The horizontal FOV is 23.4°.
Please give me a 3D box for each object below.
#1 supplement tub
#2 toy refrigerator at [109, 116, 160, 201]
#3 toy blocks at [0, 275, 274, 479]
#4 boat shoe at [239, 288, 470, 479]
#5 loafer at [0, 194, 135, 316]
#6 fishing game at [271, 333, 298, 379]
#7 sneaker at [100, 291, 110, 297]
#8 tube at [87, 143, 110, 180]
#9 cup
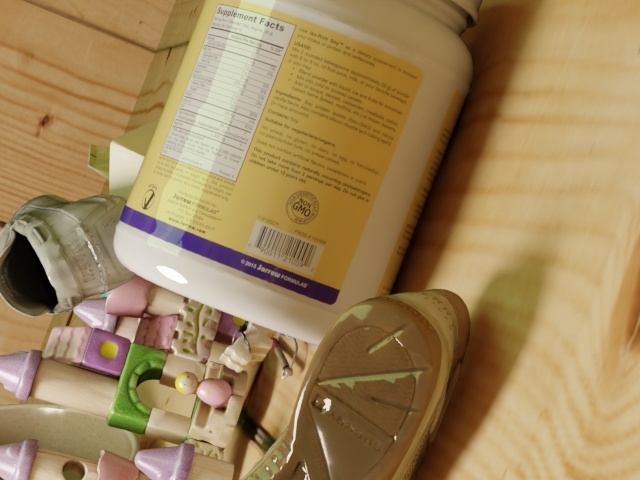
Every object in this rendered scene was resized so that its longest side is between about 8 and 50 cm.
[{"bbox_3d":[-0.013,-0.095,1.311,0.331,0.241,0.241,-69,15,-1],"label":"supplement tub"},{"bbox_3d":[-0.088,-0.087,1.525,0.269,0.094,0.102,-33,-41,-45],"label":"toy refrigerator"},{"bbox_3d":[-0.210,0.138,1.570,0.309,0.260,0.289,123,163,-63],"label":"toy blocks"},{"bbox_3d":[0.012,0.184,1.135,0.110,0.121,0.341,-17,-38,-60],"label":"boat shoe"},{"bbox_3d":[-0.268,0.018,1.489,0.111,0.112,0.319,-30,7,-26],"label":"loafer"},{"bbox_3d":[0.000,0.000,1.525,0.189,0.041,0.264,-129,61,-76],"label":"fishing game"},{"bbox_3d":[-0.224,0.015,2.127,0.208,0.127,0.319,-95,20,-62],"label":"sneaker"},{"bbox_3d":[-0.145,-0.046,1.701,0.070,0.240,0.062,-41,29,59],"label":"tube"},{"bbox_3d":[-0.387,0.373,1.929,0.331,0.331,0.237,-121,29,-71],"label":"cup"}]
